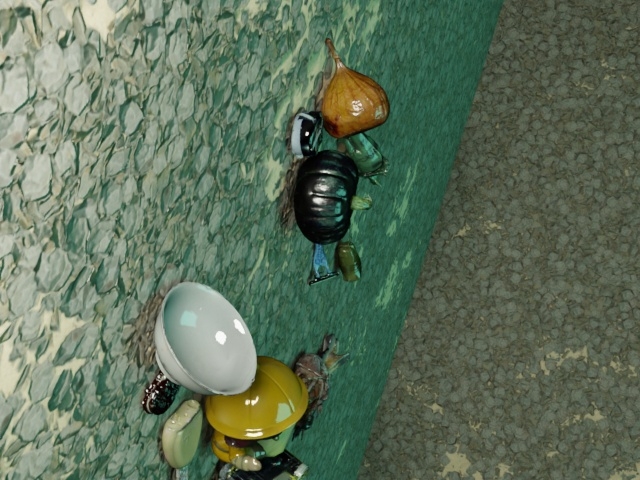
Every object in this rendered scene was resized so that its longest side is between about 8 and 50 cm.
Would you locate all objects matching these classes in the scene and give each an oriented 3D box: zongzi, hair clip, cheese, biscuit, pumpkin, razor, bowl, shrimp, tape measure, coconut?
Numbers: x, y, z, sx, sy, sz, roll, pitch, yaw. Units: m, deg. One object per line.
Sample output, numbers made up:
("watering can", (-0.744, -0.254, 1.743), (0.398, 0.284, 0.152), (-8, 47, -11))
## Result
("zongzi", (0.073, 0.019, 1.936), (0.131, 0.062, 0.154), (-85, 163, -55))
("hair clip", (0.009, 0.370, 2.008), (0.257, 0.075, 0.146), (-46, 146, -45))
("cheese", (-0.241, 0.374, 1.249), (0.097, 0.037, 0.192), (-46, 147, -55))
("biscuit", (-0.245, 0.229, 1.117), (0.087, 0.027, 0.089), (1, 105, -74))
("pumpkin", (0.012, -0.088, 1.453), (0.194, 0.150, 0.194), (-6, 97, -55))
("razor", (0.000, 0.000, 1.667), (0.081, 0.042, 0.253), (-19, 136, -17))
("bowl", (-0.190, 0.165, 1.075), (0.086, 0.189, 0.189), (-36, 179, 25))
("shrimp", (-0.040, 0.385, 1.743), (0.343, 0.116, 0.145), (-61, 151, -67))
("tape measure", (-0.024, -0.205, 1.367), (0.094, 0.054, 0.091), (-62, 159, -53))
("coconut", (-0.113, 0.395, 1.550), (0.122, 0.116, 0.116), (-70, 164, 8))

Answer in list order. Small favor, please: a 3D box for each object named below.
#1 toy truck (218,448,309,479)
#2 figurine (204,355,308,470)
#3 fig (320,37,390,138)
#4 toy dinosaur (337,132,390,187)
("toy truck", (-0.144, 0.552, 1.568), (0.157, 0.124, 0.272), (-61, 160, 11))
("figurine", (-0.136, 0.324, 1.336), (0.257, 0.167, 0.192), (-58, -171, 37))
("fig", (0.049, -0.309, 1.452), (0.201, 0.146, 0.134), (62, 25, -9))
("toy dinosaur", (0.081, -0.219, 1.672), (0.079, 0.120, 0.292), (-57, 135, -15))
